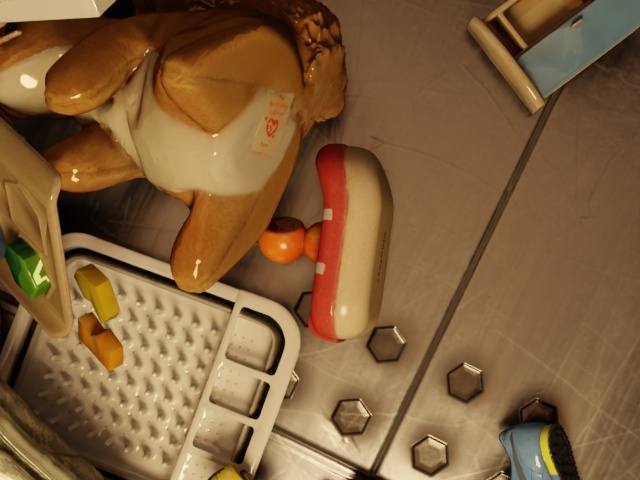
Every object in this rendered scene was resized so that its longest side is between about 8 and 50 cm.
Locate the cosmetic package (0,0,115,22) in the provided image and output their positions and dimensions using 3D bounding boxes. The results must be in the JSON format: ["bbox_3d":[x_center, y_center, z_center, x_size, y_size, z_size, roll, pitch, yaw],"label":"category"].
[{"bbox_3d":[-0.257,-0.380,1.123,0.217,0.385,0.156,3,129,22],"label":"cosmetic package"}]

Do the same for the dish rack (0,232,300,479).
[{"bbox_3d":[-0.212,0.165,1.279,0.333,0.072,0.285,20,89,2],"label":"dish rack"}]

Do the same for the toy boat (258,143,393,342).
[{"bbox_3d":[0.000,0.000,1.247,0.151,0.151,0.231,7,88,12],"label":"toy boat"}]

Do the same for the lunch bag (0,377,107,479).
[{"bbox_3d":[-0.348,0.288,1.132,0.256,0.212,0.305,-31,111,31],"label":"lunch bag"}]

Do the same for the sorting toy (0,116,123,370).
[{"bbox_3d":[-0.319,0.001,1.160,0.041,0.229,0.307,-26,51,-34],"label":"sorting toy"}]

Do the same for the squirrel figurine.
[{"bbox_3d":[-0.185,-0.202,1.220,0.371,0.281,0.397,23,49,26],"label":"squirrel figurine"}]

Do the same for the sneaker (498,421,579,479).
[{"bbox_3d":[0.270,0.316,1.270,0.082,0.069,0.209,-14,97,34],"label":"sneaker"}]

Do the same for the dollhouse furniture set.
[{"bbox_3d":[0.269,-0.313,1.169,0.198,0.303,0.286,-37,87,-1],"label":"dollhouse furniture set"}]

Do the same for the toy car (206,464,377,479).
[{"bbox_3d":[-0.044,0.381,1.246,0.239,0.053,0.224,12,104,-23],"label":"toy car"}]
